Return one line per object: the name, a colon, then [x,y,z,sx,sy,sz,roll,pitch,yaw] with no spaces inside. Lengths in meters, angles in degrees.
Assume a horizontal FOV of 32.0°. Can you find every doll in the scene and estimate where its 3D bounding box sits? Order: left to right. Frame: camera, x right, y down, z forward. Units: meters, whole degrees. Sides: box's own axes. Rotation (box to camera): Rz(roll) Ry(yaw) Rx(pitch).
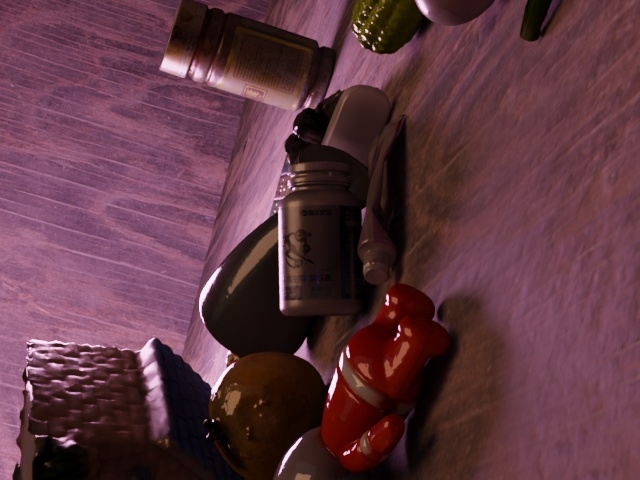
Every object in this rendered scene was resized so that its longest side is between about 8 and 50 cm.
doll: [0.029,0.210,1.123,0.336,0.105,0.200,-63,15,15]

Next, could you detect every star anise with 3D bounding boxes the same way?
star anise: [0.012,-0.175,1.683,0.204,0.061,0.180,-25,-20,-52]

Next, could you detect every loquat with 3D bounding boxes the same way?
loquat: [-0.062,0.222,1.440,0.204,0.149,0.172,-35,-50,-51]

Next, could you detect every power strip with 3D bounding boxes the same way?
power strip: [-0.043,-0.068,2.019,0.145,0.061,0.215,178,108,-72]

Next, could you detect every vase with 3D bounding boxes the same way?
vase: [-0.044,0.017,1.612,0.173,0.173,0.321,-86,21,-49]

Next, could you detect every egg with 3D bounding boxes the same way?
egg: [0.151,-0.296,1.208,0.103,0.103,0.135,-88,16,-53]

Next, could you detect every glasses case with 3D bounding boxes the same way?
glasses case: [0.041,-0.136,1.612,0.049,0.074,0.193,-97,24,-56]

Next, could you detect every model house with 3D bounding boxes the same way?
model house: [-0.315,0.438,1.879,0.395,0.400,0.445,-128,46,-62]

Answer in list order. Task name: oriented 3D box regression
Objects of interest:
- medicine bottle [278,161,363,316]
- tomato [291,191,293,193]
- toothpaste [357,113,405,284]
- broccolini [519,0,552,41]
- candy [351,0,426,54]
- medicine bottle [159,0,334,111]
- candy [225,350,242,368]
medicine bottle: [0.000,0.000,1.419,0.107,0.107,0.191,159,111,-77]
tomato: [-0.013,-0.050,1.764,0.087,0.075,0.087,-167,90,-77]
toothpaste: [0.075,-0.054,1.400,0.301,0.048,0.075,-83,3,-49]
broccolini: [0.208,-0.274,0.994,0.091,0.068,0.202,55,132,52]
candy: [0.115,-0.341,1.499,0.209,0.097,0.096,126,158,-51]
medicine bottle: [-0.144,-0.362,2.220,0.151,0.322,0.151,-164,90,-79]
candy: [-0.123,0.188,2.037,0.287,0.078,0.084,-84,10,-76]
